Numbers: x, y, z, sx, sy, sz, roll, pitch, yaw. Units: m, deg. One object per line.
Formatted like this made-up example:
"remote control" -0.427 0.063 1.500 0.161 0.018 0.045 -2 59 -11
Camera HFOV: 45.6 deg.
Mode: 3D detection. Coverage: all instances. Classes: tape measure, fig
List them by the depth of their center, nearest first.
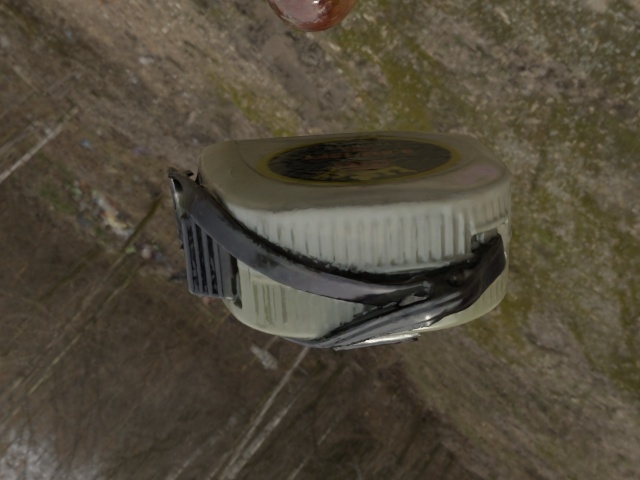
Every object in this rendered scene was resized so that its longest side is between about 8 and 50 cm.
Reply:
"tape measure" 0.000 0.000 0.569 0.231 0.271 0.133 -90 -1 -70
"fig" 0.006 -0.349 0.842 0.143 0.231 0.160 29 -175 20
